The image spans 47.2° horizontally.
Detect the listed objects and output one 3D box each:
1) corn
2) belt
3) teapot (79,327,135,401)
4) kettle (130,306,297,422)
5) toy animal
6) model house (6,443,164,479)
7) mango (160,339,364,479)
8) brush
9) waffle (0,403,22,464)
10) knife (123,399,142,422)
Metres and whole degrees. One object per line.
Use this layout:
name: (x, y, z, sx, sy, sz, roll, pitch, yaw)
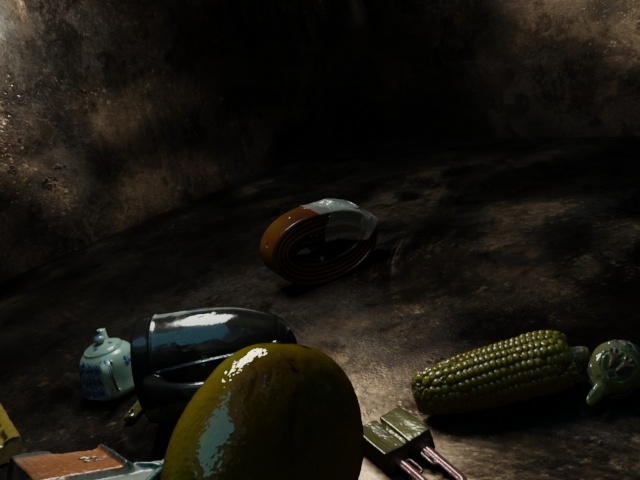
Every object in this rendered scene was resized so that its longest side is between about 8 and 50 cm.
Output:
corn: (0.322, 0.243, 1.318, 0.321, 0.119, 0.119, -18, 18, 4)
belt: (0.000, 0.000, 2.087, 0.338, 0.217, 0.122, -18, 19, -20)
teapot: (-0.506, 0.291, 1.743, 0.159, 0.159, 0.232, -19, 19, -13)
kettle: (-0.207, 0.251, 1.500, 0.324, 0.228, 0.321, -10, 8, 1)
toy animal: (0.499, 0.236, 1.259, 0.137, 0.098, 0.098, -49, 27, -8)
model house: (-0.338, 0.448, 1.194, 0.300, 0.190, 0.271, -3, 3, -36)
mango: (-0.088, 0.349, 1.099, 0.220, 0.301, 0.445, -36, 21, 43)
brush: (0.158, 0.357, 1.210, 0.103, 0.047, 0.233, -22, 21, -21)
waffle: (-0.794, 0.466, 1.601, 0.247, 0.055, 0.221, -26, 22, -28)
knife: (-0.389, 0.326, 1.743, 0.061, 0.027, 0.343, -12, 18, 20)
